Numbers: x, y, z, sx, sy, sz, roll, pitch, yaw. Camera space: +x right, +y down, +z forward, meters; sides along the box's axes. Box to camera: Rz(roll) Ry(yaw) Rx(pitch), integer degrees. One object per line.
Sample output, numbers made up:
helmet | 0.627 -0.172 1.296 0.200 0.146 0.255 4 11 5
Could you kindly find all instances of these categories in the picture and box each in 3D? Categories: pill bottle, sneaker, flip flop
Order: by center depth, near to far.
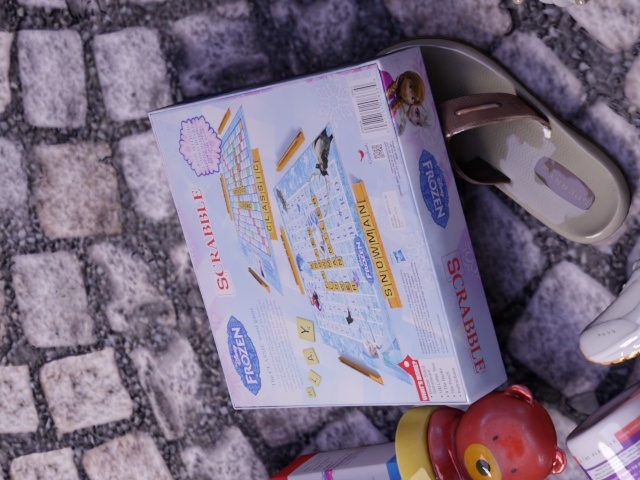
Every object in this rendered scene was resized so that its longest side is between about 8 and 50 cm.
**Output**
sneaker | 0.316 0.003 1.426 0.262 0.099 0.121 -41 77 23
pill bottle | 0.318 0.228 1.474 0.108 0.108 0.193 -39 85 31
flip flop | 0.152 -0.089 1.482 0.277 0.080 0.112 38 119 13

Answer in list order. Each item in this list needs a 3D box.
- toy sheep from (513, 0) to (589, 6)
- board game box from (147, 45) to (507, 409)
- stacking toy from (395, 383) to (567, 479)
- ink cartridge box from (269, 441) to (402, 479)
toy sheep | 0.213 -0.239 1.401 0.132 0.091 0.091 12 110 32
board game box | 0.000 0.000 1.554 0.318 0.066 0.319 -6 102 45
stacking toy | 0.181 0.302 1.459 0.130 0.279 0.309 -27 106 31
ink cartridge box | 0.039 0.281 1.654 0.231 0.078 0.134 -12 99 30
